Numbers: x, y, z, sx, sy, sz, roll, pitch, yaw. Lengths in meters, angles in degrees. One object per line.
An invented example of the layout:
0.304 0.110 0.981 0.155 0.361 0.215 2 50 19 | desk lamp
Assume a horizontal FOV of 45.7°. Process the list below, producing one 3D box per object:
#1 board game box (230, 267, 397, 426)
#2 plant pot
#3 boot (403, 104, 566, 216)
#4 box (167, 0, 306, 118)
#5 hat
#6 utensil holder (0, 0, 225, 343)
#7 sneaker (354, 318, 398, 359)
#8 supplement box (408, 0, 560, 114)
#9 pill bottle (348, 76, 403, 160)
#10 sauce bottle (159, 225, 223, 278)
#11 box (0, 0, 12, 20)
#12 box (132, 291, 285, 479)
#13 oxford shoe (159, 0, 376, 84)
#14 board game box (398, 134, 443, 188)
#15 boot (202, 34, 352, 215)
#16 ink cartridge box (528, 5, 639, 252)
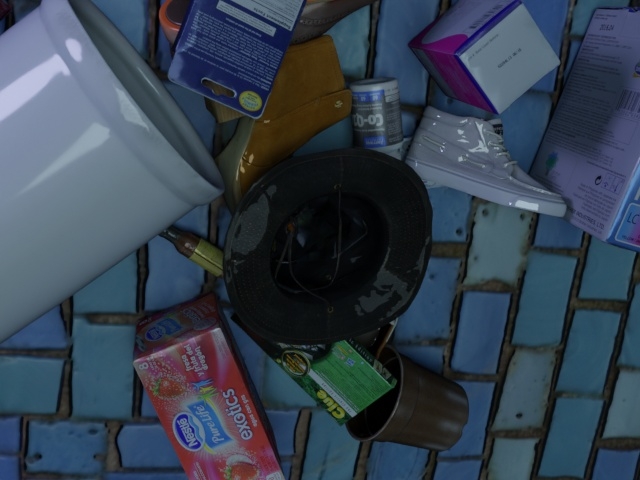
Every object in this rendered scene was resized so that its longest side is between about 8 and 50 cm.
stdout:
-0.013 0.175 1.228 0.260 0.030 0.136 45 119 -3 | board game box
0.153 0.279 1.299 0.165 0.167 0.167 22 102 -24 | plant pot
0.263 -0.126 1.161 0.258 0.095 0.123 19 99 10 | boot
-0.099 -0.283 0.966 0.136 0.036 0.225 21 91 -25 | box
0.000 0.000 1.139 0.331 0.134 0.331 -7 110 -20 | hat
-0.375 -0.085 0.987 0.385 0.327 0.328 -35 111 3 | utensil holder
0.103 0.065 1.233 0.106 0.123 0.290 7 105 -11 | sneaker
0.228 -0.272 1.098 0.111 0.220 0.114 -40 112 4 | supplement box
0.088 -0.178 1.175 0.078 0.078 0.137 -10 109 -8 | pill bottle
-0.197 0.012 1.200 0.128 0.042 0.042 36 98 -19 | sauce bottle
-0.554 -0.275 0.994 0.257 0.122 0.128 -37 110 2 | box
-0.178 0.257 1.224 0.142 0.154 0.300 -21 111 -4 | box
-0.048 -0.328 1.100 0.363 0.130 0.133 -20 143 -11 | oxford shoe
0.171 -0.129 1.238 0.090 0.020 0.090 -8 109 -7 | board game box
-0.052 -0.148 1.125 0.211 0.104 0.295 -21 138 -18 | boot
0.491 -0.198 1.146 0.151 0.270 0.395 13 105 -17 | ink cartridge box
